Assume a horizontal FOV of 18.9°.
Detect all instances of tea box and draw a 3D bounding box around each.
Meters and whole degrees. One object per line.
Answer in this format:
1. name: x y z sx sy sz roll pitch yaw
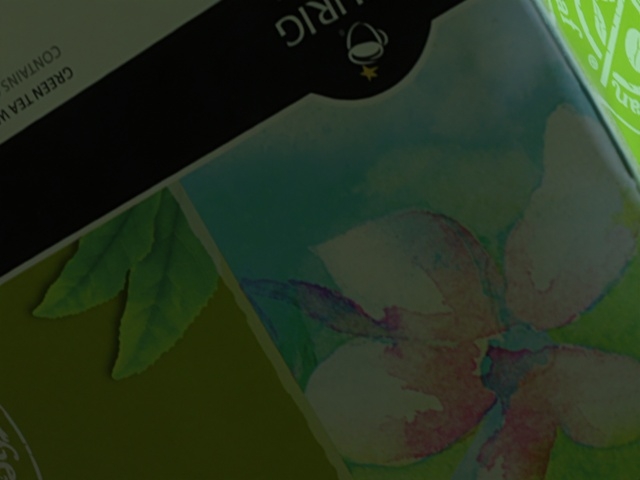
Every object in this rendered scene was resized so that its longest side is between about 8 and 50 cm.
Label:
1. tea box: 0.000 0.000 0.664 0.323 0.329 0.220 58 33 -4
